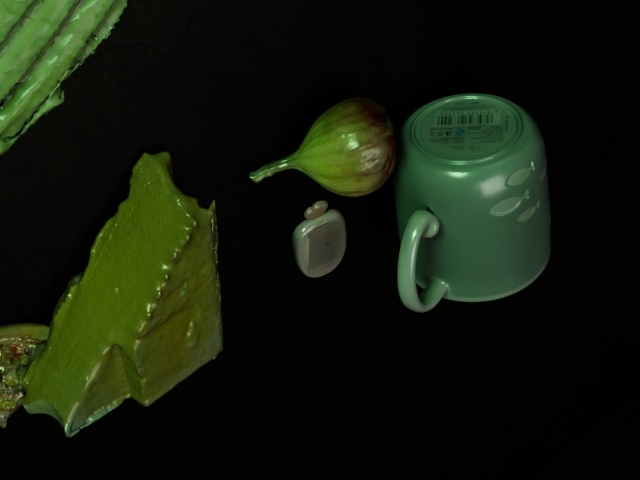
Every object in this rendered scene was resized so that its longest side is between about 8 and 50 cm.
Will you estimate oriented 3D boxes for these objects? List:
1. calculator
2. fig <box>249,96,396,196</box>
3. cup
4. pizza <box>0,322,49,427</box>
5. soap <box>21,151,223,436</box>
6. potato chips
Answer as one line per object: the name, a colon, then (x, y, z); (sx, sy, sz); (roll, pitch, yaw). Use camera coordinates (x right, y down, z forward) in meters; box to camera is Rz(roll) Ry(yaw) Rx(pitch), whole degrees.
calculator: (0.000, 0.000, 1.734); (0.103, 0.024, 0.166); (-26, 138, -18)
fig: (0.019, -0.119, 1.555); (0.231, 0.143, 0.160); (-37, 170, -8)
cup: (0.222, -0.051, 1.653); (0.356, 0.259, 0.274); (-49, 143, -35)
pizza: (-0.486, 0.213, 1.522); (0.185, 0.052, 0.195); (-12, 130, -27)
soap: (-0.299, 0.081, 1.450); (0.304, 0.169, 0.338); (-33, 141, -33)
potato chips: (-0.399, -0.276, 1.158); (0.429, 0.070, 0.358); (-48, 142, 9)
